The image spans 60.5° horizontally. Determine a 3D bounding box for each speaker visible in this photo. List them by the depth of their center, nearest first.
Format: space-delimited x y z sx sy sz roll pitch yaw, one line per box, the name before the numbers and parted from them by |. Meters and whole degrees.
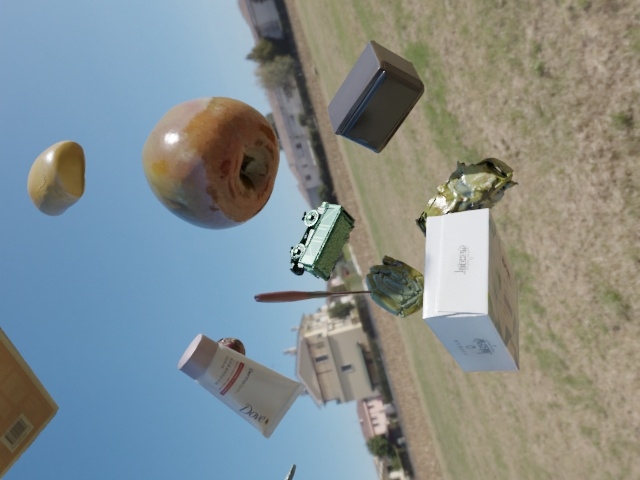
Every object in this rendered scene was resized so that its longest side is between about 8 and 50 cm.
speaker | 0.148 -0.390 1.505 0.231 0.153 0.192 -53 28 33

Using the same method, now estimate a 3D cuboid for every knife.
knife | -0.006 0.090 0.900 0.247 0.035 0.018 3 -101 -42
knife | -0.105 0.579 1.172 0.210 0.015 0.028 -61 2 -15

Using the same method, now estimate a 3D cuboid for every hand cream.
hand cream | -0.165 0.290 1.107 0.248 0.133 0.083 35 178 -14

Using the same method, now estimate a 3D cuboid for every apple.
apple | -0.278 -0.200 1.390 0.338 0.305 0.338 -35 -46 -45

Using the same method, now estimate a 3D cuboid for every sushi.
sushi | 0.382 -0.112 1.475 0.131 0.291 0.139 33 -163 -53

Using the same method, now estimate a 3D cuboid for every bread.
bread | -0.612 -0.140 1.259 0.098 0.217 0.147 8 -112 -40
bread | 0.179 0.110 1.296 0.156 0.117 0.064 29 167 15

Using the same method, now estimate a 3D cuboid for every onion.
onion | -0.225 0.278 1.293 0.097 0.107 0.107 62 -176 -9

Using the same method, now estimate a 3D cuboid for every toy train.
toy train | 0.000 0.000 1.780 0.115 0.154 0.269 47 -117 -48

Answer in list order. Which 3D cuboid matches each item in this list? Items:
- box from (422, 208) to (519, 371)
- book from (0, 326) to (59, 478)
box | 0.286 0.102 1.010 0.274 0.116 0.203 49 -138 -47
book | -0.546 0.280 0.913 0.170 0.018 0.241 -59 -29 -43
